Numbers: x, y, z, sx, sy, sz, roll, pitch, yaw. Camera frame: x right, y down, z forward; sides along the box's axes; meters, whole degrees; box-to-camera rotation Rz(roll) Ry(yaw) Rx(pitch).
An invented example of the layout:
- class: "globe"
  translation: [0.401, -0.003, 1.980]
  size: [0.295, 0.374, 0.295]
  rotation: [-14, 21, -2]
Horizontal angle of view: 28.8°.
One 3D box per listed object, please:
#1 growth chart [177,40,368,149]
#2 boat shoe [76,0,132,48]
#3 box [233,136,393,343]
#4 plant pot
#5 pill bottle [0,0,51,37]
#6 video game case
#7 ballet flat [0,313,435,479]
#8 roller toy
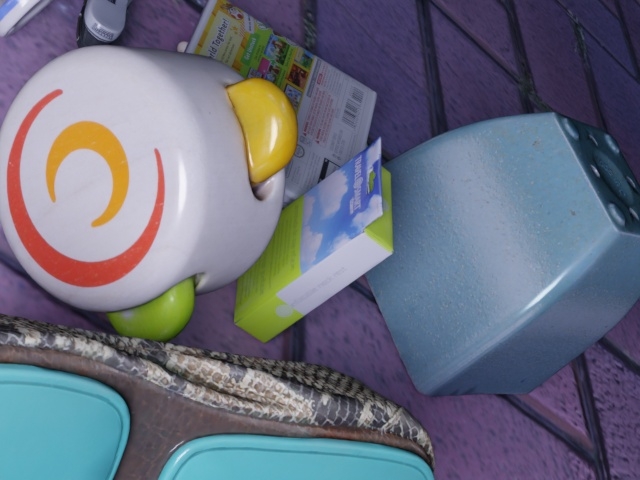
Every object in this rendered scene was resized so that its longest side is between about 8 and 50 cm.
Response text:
- class: "growth chart"
  translation: [-0.045, -0.134, 1.285]
  size: [0.237, 0.021, 0.172]
  rotation: [10, 48, -33]
- class: "boat shoe"
  translation: [-0.203, -0.223, 1.172]
  size: [0.049, 0.040, 0.142]
  rotation: [31, 34, -20]
- class: "box"
  translation: [0.000, 0.000, 1.084]
  size: [0.042, 0.178, 0.109]
  rotation: [37, 33, -28]
- class: "plant pot"
  translation: [0.213, -0.003, 1.328]
  size: [0.248, 0.252, 0.247]
  rotation: [8, 51, -53]
- class: "pill bottle"
  translation: [-0.283, -0.243, 1.034]
  size: [0.137, 0.078, 0.078]
  rotation: [48, 29, -10]
- class: "video game case"
  translation: [-0.048, -0.129, 1.239]
  size: [0.206, 0.026, 0.227]
  rotation: [30, 41, -14]
- class: "ballet flat"
  translation: [-0.138, 0.118, 0.772]
  size: [0.483, 0.164, 0.182]
  rotation: [12, 18, -41]
- class: "roller toy"
  translation: [-0.129, -0.049, 0.928]
  size: [0.191, 0.209, 0.146]
  rotation: [33, 20, 23]
